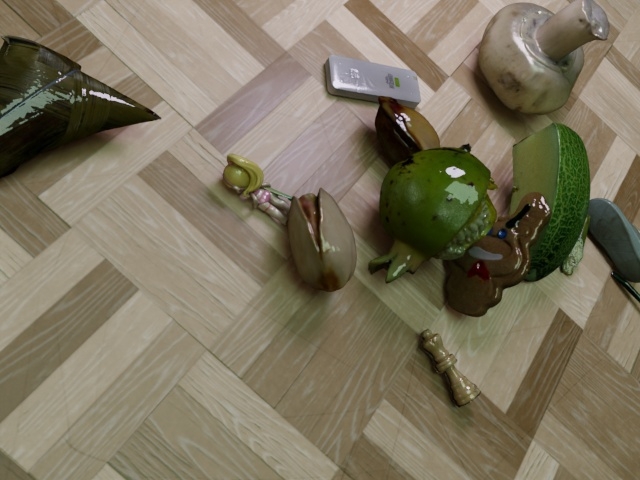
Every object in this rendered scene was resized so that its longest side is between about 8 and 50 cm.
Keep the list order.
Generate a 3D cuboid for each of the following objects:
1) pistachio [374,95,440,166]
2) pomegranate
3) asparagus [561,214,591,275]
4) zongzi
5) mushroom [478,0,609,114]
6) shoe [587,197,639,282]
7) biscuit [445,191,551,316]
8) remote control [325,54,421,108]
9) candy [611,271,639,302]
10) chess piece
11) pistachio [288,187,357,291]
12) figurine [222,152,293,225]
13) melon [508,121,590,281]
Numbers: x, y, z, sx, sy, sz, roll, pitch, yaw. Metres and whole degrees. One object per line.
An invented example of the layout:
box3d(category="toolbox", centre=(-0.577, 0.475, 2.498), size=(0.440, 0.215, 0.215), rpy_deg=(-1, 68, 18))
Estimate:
box3d(category="pistachio", centre=(0.195, -0.248, 1.411), size=(0.131, 0.165, 0.210), rpy_deg=(-33, 99, 7))
box3d(category="pomegranate", centre=(0.227, -0.052, 1.286), size=(0.260, 0.260, 0.340), rpy_deg=(40, 83, -5))
box3d(category="asparagus", centre=(0.662, 0.009, 1.561), size=(0.041, 0.045, 0.178), rpy_deg=(53, 53, -44))
box3d(category="zongzi", centre=(-0.471, -0.198, 1.085), size=(0.300, 0.138, 0.285), rpy_deg=(24, 64, -16))
box3d(category="mushroom", centre=(0.598, -0.507, 1.579), size=(0.315, 0.336, 0.314), rpy_deg=(6, 75, -25))
box3d(category="shoe", centre=(0.800, -0.010, 1.602), size=(0.100, 0.103, 0.250), rpy_deg=(-23, 81, -38))
box3d(category="biscuit", centre=(0.391, 0.023, 1.343), size=(0.320, 0.047, 0.183), rpy_deg=(-44, 51, 5))
box3d(category="remote control", centre=(0.132, -0.393, 1.493), size=(0.250, 0.034, 0.103), rpy_deg=(3, 68, -23))
box3d(category="candy", centre=(0.882, 0.202, 1.573), size=(0.097, 0.097, 0.323), rpy_deg=(-35, 79, -31))
box3d(category="chess piece", centre=(0.267, 0.264, 1.275), size=(0.060, 0.060, 0.172), rpy_deg=(-29, 81, -31))
box3d(category="pistachio", centre=(0.000, 0.000, 1.210), size=(0.144, 0.144, 0.215), rpy_deg=(-10, 75, -27))
box3d(category="figurine", centre=(-0.126, -0.107, 1.242), size=(0.187, 0.083, 0.083), rpy_deg=(42, 58, -15))
box3d(category="melon", centre=(0.549, -0.072, 1.479), size=(0.226, 0.331, 0.343), rpy_deg=(-2, 74, 15))
